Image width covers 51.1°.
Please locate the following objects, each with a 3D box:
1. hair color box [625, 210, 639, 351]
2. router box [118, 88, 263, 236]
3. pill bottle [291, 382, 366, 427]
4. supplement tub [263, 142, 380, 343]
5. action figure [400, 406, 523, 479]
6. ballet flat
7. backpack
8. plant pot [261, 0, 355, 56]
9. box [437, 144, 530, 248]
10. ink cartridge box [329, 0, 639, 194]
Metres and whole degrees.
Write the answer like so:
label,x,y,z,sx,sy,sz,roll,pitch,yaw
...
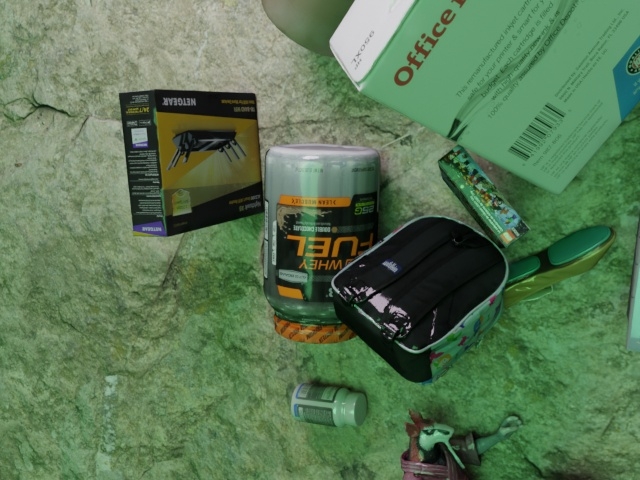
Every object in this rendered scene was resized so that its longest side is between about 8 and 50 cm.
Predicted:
label,x,y,z,sx,sy,sz,roll,pitch,yaw
hair color box,0.518,-0.037,0.956,0.113,0.185,0.374,8,103,24
router box,-0.223,-0.149,1.229,0.081,0.309,0.243,2,101,27
pill bottle,0.017,0.329,1.332,0.137,0.078,0.078,1,100,26
supplement tub,0.000,0.000,1.205,0.207,0.207,0.338,7,104,25
action figure,0.243,0.468,1.218,0.276,0.248,0.370,-33,85,54
ballet flat,0.386,0.048,1.113,0.232,0.080,0.073,-27,115,30
backpack,0.172,0.088,1.080,0.225,0.253,0.191,38,159,35
plant pot,0.043,-0.464,1.066,0.323,0.323,0.280,48,132,10
box,0.253,-0.062,1.054,0.044,0.233,0.159,-38,81,9
ink cartridge box,0.256,-0.276,0.922,0.285,0.395,0.166,-55,33,24
